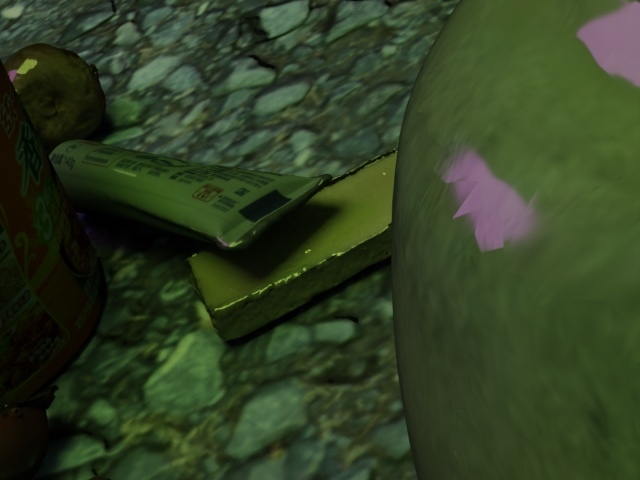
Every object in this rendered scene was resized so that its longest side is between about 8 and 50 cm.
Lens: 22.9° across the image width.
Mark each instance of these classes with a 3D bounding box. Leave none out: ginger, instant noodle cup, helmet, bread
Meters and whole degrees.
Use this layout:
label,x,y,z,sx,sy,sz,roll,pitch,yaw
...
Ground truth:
label,x,y,z,sx,sy,sz,roll,pitch,yaw
ginger,-0.238,-0.062,1.084,0.204,0.080,0.104,-36,29,-7
instant noodle cup,-0.244,-0.003,0.919,0.230,0.182,0.230,-19,35,14
helmet,-0.171,0.112,0.839,0.084,0.049,0.065,-16,-9,-26
bread,0.000,0.000,0.880,0.154,0.028,0.068,-29,34,-2

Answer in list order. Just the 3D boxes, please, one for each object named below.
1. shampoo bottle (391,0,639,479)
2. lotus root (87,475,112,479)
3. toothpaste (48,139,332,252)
label,x,y,z,sx,sy,sz,roll,pitch,yaw
shampoo bottle,0.181,0.032,0.455,0.323,0.317,0.322,-20,37,16
lotus root,-0.073,0.177,0.657,0.090,0.077,0.183,-19,40,1
toothpaste,-0.099,-0.032,0.953,0.069,0.047,0.268,-2,7,-37
